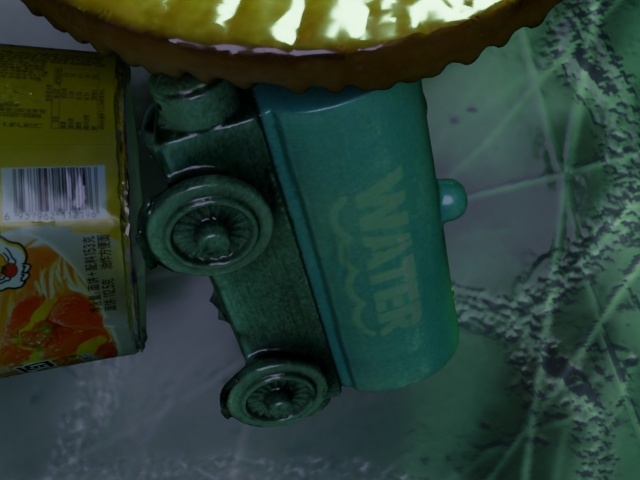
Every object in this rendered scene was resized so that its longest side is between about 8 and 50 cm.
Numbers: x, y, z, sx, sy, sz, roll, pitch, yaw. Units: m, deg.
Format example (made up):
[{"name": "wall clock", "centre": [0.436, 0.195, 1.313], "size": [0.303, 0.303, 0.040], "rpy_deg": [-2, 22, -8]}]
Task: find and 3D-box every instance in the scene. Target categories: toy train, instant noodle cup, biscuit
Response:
[{"name": "toy train", "centre": [0.000, 0.000, 0.462], "size": [0.159, 0.101, 0.248], "rpy_deg": [-18, 134, -1]}, {"name": "instant noodle cup", "centre": [-0.169, -0.017, 0.457], "size": [0.153, 0.205, 0.205], "rpy_deg": [-5, 96, -8]}, {"name": "biscuit", "centre": [-0.015, -0.191, 0.431], "size": [0.318, 0.040, 0.318], "rpy_deg": [1, 57, -1]}]
